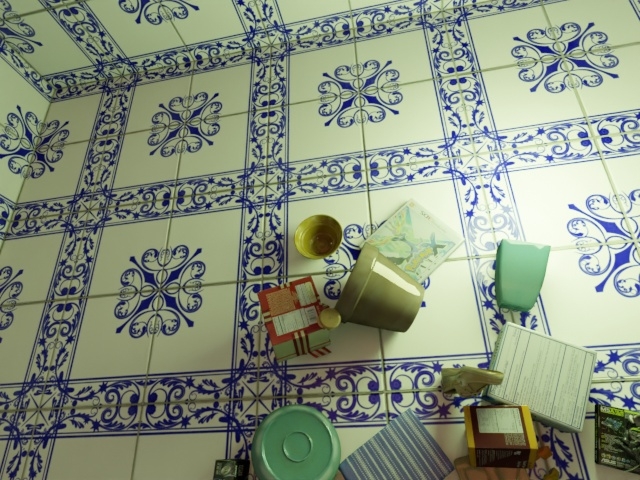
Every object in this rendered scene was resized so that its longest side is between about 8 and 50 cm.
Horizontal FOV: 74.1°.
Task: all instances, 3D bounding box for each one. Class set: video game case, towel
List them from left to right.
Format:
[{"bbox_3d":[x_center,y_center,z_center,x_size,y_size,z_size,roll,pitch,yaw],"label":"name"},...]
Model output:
[{"bbox_3d":[0.255,0.781,1.457,0.336,0.040,0.243,-36,60,-7],"label":"towel"},{"bbox_3d":[0.381,0.015,1.793,0.329,0.036,0.300,-42,63,-8],"label":"video game case"}]

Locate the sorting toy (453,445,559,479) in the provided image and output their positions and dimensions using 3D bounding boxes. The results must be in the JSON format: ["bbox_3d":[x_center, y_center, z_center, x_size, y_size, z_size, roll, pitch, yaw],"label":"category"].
[{"bbox_3d":[0.617,0.786,1.365,0.307,0.041,0.229,-18,58,3],"label":"sorting toy"}]

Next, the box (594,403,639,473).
[{"bbox_3d":[0.982,0.635,1.345,0.190,0.045,0.184,7,64,17],"label":"box"}]

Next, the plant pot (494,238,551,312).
[{"bbox_3d":[0.739,0.138,1.581,0.165,0.166,0.234,9,74,18],"label":"plant pot"}]

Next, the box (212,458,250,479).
[{"bbox_3d":[-0.317,0.865,1.483,0.077,0.147,0.180,-2,64,13],"label":"box"}]

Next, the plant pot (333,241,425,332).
[{"bbox_3d":[0.228,0.204,1.609,0.280,0.323,0.323,24,72,6],"label":"plant pot"}]

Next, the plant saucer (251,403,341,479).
[{"bbox_3d":[-0.082,0.723,1.482,0.317,0.044,0.317,5,47,-5],"label":"plant saucer"}]

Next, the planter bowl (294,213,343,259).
[{"bbox_3d":[0.000,0.000,1.860,0.217,0.090,0.217,-6,64,11],"label":"planter bowl"}]

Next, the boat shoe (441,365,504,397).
[{"bbox_3d":[0.498,0.475,1.408,0.109,0.302,0.098,13,70,-12],"label":"boat shoe"}]

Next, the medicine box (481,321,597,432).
[{"bbox_3d":[0.729,0.459,1.430,0.289,0.149,0.263,17,70,21],"label":"medicine box"}]

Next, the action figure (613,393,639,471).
[{"bbox_3d":[0.997,0.574,1.268,0.164,0.141,0.276,24,68,22],"label":"action figure"}]

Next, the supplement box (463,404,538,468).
[{"bbox_3d":[0.564,0.623,1.343,0.194,0.191,0.129,-7,45,16],"label":"supplement box"}]

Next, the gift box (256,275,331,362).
[{"bbox_3d":[-0.079,0.314,1.636,0.276,0.258,0.255,-12,61,-8],"label":"gift box"}]

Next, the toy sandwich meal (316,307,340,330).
[{"bbox_3d":[0.030,0.278,1.492,0.085,0.029,0.085,1,61,-3],"label":"toy sandwich meal"}]
